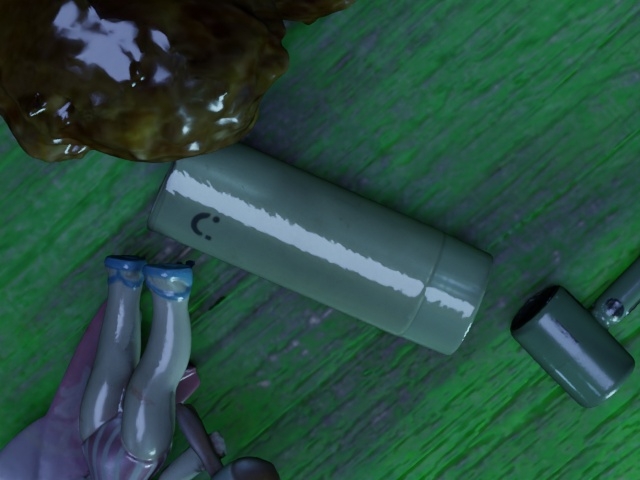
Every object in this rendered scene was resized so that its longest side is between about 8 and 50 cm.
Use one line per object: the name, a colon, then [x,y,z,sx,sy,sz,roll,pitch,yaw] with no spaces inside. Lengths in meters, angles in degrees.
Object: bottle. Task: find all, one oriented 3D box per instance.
bottle: [0.000,0.000,0.837,0.201,0.072,0.072,23,98,-3]

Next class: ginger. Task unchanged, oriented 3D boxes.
ginger: [-0.173,-0.201,0.748,0.418,0.176,0.254,38,82,-10]

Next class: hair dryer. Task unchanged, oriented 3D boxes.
hair dryer: [0.194,0.029,0.859,0.150,0.047,0.071,-44,95,0]

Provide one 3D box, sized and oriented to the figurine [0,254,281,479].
figurine: [-0.093,0.140,0.837,0.205,0.103,0.260,8,95,24]
